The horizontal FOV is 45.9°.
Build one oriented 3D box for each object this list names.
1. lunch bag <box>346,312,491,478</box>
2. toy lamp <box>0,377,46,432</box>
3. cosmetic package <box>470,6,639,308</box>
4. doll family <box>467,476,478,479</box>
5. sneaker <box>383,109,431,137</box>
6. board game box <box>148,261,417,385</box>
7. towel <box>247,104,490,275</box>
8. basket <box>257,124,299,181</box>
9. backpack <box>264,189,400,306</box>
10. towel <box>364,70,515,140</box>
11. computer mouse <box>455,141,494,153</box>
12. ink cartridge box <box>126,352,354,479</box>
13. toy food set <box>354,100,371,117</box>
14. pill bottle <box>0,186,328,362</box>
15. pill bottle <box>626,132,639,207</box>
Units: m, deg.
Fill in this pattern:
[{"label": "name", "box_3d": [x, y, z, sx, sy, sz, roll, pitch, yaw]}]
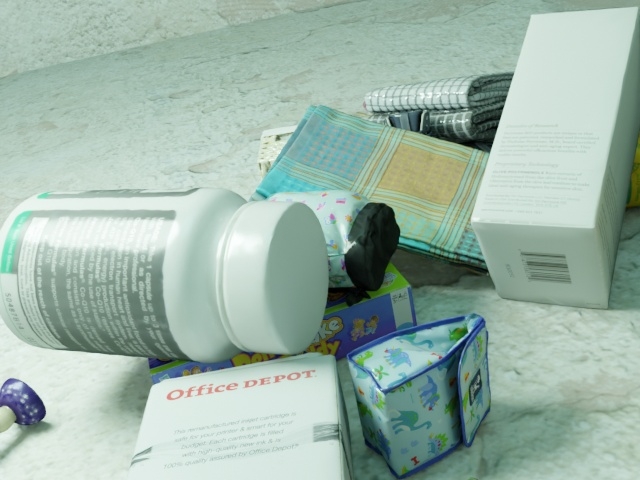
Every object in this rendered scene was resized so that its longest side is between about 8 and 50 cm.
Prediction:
[{"label": "lunch bag", "box_3d": [0.119, 0.160, 0.809, 0.151, 0.129, 0.096, -22, 31, -21]}, {"label": "toy lamp", "box_3d": [-0.450, 0.273, 0.888, 0.080, 0.080, 0.275, 4, 33, 28]}, {"label": "cosmetic package", "box_3d": [0.335, -0.116, 1.019, 0.155, 0.197, 0.366, 4, 57, 29]}, {"label": "doll family", "box_3d": [0.111, 0.294, 0.632, 0.111, 0.076, 0.193, 7, 37, 23]}, {"label": "sneaker", "box_3d": [0.150, -0.127, 1.284, 0.086, 0.163, 0.226, -5, 31, 10]}, {"label": "board game box", "box_3d": [-0.071, 0.095, 1.057, 0.347, 0.078, 0.233, -18, 29, -11]}, {"label": "towel", "box_3d": [0.109, -0.091, 1.153, 0.370, 0.040, 0.271, 16, 45, 13]}, {"label": "basket", "box_3d": [-0.040, -0.103, 1.314, 0.113, 0.167, 0.103, -5, 34, 12]}, {"label": "backpack", "box_3d": [0.000, 0.000, 0.995, 0.181, 0.115, 0.152, 2, 32, 24]}, {"label": "towel", "box_3d": [0.255, -0.253, 1.468, 0.235, 0.121, 0.283, 2, 14, 40]}, {"label": "computer mouse", "box_3d": [0.358, -0.126, 1.310, 0.261, 0.060, 0.184, -5, 23, -11]}, {"label": "ink cartridge box", "box_3d": [-0.071, 0.254, 0.723, 0.211, 0.122, 0.289, -10, 28, 5]}, {"label": "toy food set", "box_3d": [0.141, -0.325, 1.790, 0.122, 0.019, 0.078, -31, 34, -31]}, {"label": "pill bottle", "box_3d": [-0.187, 0.040, 0.903, 0.360, 0.204, 0.204, 1, 31, 23]}, {"label": "pill bottle", "box_3d": [0.469, -0.108, 1.165, 0.208, 0.118, 0.118, -9, 29, 5]}]
